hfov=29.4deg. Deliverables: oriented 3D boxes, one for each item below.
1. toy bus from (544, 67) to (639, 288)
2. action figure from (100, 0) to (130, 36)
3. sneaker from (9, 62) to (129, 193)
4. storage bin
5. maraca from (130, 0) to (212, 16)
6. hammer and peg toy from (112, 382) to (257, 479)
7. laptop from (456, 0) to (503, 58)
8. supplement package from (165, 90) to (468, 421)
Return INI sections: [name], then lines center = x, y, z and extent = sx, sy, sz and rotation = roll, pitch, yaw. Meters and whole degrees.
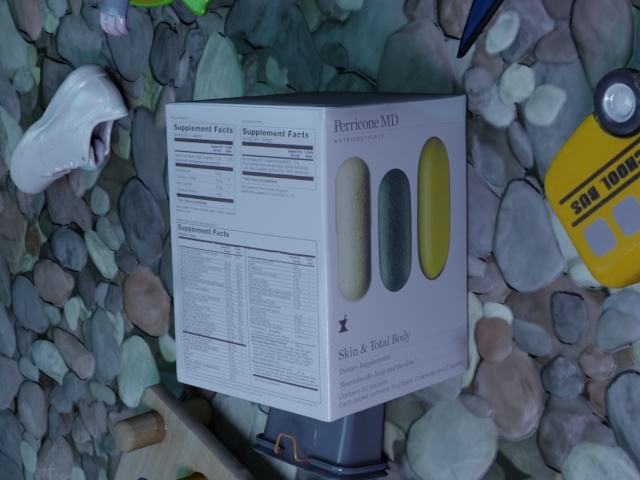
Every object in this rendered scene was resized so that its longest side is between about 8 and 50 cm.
[toy bus]
center = 0.302, -0.103, 0.850
extent = 0.332, 0.108, 0.130
rotation = -45, 64, 45
[action figure]
center = -0.147, -0.362, 1.115
extent = 0.370, 0.275, 0.248
rotation = 0, 65, 15
[sneaker]
center = -0.302, -0.111, 1.476
extent = 0.094, 0.080, 0.212
rotation = 49, 127, 10
[storage bin]
center = 0.000, 0.180, 1.234
extent = 0.135, 0.098, 0.091
rotation = 11, 95, 42
[maraca]
center = -0.170, -0.307, 1.294
extent = 0.186, 0.099, 0.127
rotation = 20, 104, 17
[hammer and peg toy]
center = -0.171, 0.372, 1.403
extent = 0.266, 0.127, 0.361
rotation = 41, 124, 31
[laptop]
center = 0.130, -0.318, 0.974
extent = 0.264, 0.137, 0.234
rotation = 52, 128, 23
[supplement package]
center = 0.000, 0.000, 1.116
extent = 0.198, 0.199, 0.262
rotation = 7, 103, 42
